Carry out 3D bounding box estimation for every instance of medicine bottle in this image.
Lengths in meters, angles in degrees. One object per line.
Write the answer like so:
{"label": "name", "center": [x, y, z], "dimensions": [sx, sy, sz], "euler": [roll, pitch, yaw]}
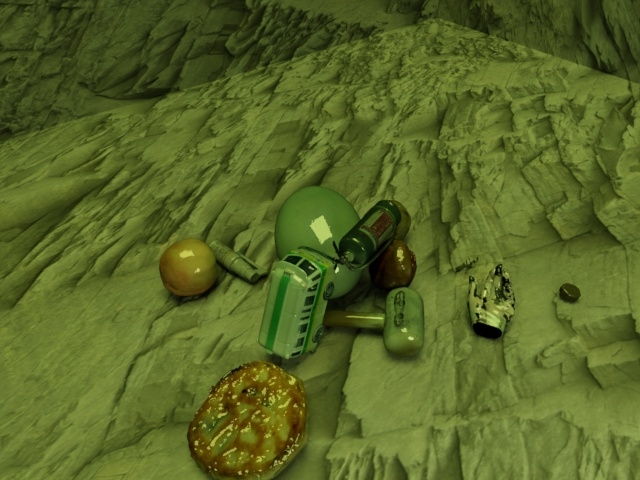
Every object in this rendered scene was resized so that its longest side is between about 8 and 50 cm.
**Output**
{"label": "medicine bottle", "center": [-0.274, 0.069, 1.661], "dimensions": [0.220, 0.061, 0.092], "euler": [32, 33, 35]}

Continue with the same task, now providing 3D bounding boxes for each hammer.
{"label": "hammer", "center": [0.133, 0.224, 1.399], "dimensions": [0.305, 0.113, 0.202], "euler": [-2, 37, 13]}

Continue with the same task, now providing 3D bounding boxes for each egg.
{"label": "egg", "center": [0.000, 0.000, 1.534], "dimensions": [0.276, 0.276, 0.389], "euler": [-13, 53, -9]}

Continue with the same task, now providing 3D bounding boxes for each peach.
{"label": "peach", "center": [-0.412, 0.084, 1.565], "dimensions": [0.184, 0.184, 0.184], "euler": [-3, 40, 3]}

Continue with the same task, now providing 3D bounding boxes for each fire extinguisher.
{"label": "fire extinguisher", "center": [0.121, -0.005, 1.373], "dimensions": [0.093, 0.118, 0.294], "euler": [-26, 13, 47]}

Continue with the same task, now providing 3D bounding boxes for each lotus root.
{"label": "lotus root", "center": [0.196, -0.027, 1.659], "dimensions": [0.154, 0.154, 0.278], "euler": [22, 55, 29]}

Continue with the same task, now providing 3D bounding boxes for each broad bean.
{"label": "broad bean", "center": [0.216, 0.072, 1.487], "dimensions": [0.122, 0.228, 0.156], "euler": [8, 73, -11]}

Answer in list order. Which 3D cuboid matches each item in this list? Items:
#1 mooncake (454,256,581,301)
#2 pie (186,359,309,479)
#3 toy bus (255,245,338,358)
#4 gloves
{"label": "mooncake", "center": [0.588, 0.110, 1.513], "dimensions": [0.347, 0.057, 0.150], "euler": [27, 37, 36]}
{"label": "pie", "center": [-0.167, 0.431, 1.195], "dimensions": [0.315, 0.092, 0.315], "euler": [-7, 38, 6]}
{"label": "toy bus", "center": [-0.065, 0.166, 1.325], "dimensions": [0.133, 0.276, 0.164], "euler": [21, 18, 28]}
{"label": "gloves", "center": [0.484, 0.167, 1.422], "dimensions": [0.127, 0.111, 0.212], "euler": [-8, 36, 37]}
